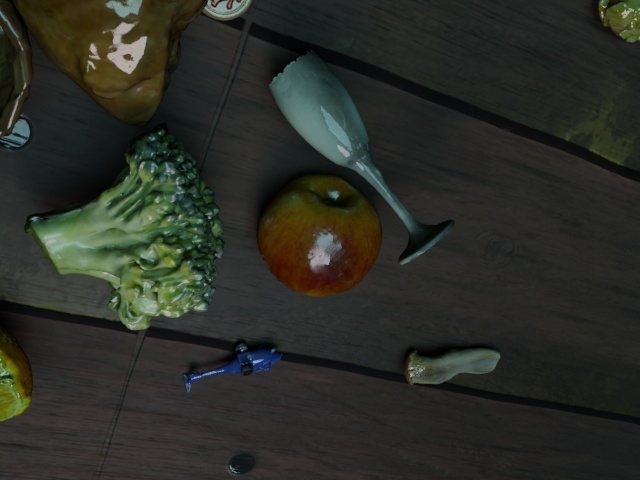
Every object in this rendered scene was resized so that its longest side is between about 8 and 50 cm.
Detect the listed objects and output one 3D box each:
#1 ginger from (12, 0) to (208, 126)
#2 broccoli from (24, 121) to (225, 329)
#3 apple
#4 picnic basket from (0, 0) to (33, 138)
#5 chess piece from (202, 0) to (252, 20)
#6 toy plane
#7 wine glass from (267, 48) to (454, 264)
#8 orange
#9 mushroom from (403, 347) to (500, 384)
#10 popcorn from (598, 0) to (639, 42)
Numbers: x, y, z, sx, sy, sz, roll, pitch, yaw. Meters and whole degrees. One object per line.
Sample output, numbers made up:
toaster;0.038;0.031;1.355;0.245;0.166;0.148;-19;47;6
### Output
ginger;-0.241;-0.279;0.739;0.223;0.200;0.269;25;122;-21
broccoli;-0.246;-0.002;0.853;0.246;0.248;0.288;-18;119;-16
apple;0.000;0.000;0.998;0.195;0.160;0.173;10;132;-15
picnic basket;-0.454;-0.181;0.632;0.337;0.337;0.293;33;104;-27
chess piece;-0.127;-0.330;0.858;0.084;0.038;0.083;-8;118;-15
toy plane;-0.145;0.214;1.103;0.167;0.054;0.062;-12;143;-12
wine glass;0.073;-0.135;0.993;0.096;0.264;0.309;-38;92;20
orange;-0.521;0.190;0.909;0.237;0.158;0.179;-22;131;-6
mushroom;0.245;0.229;1.231;0.202;0.054;0.059;-4;121;-21
popcorn;0.485;-0.356;1.011;0.109;0.089;0.097;-16;153;0
